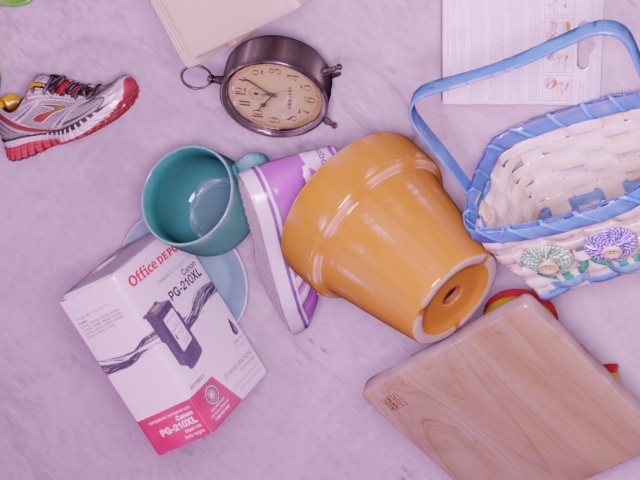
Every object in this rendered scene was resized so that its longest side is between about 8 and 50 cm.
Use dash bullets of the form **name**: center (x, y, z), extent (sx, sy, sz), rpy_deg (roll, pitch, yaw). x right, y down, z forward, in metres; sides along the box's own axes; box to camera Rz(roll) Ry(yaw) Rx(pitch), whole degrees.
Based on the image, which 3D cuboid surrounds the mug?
- **mug**: center (-0.131, -0.044, 1.942), extent (0.158, 0.097, 0.129), rpy_deg (5, 79, 27)

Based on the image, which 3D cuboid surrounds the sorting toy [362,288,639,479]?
- **sorting toy**: center (0.232, 0.182, 1.870), extent (0.255, 0.089, 0.257), rpy_deg (-32, 115, 33)

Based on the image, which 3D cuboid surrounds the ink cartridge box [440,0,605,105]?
- **ink cartridge box**: center (0.225, -0.226, 1.758), extent (0.179, 0.045, 0.145), rpy_deg (0, 114, 5)

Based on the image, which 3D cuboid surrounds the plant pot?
- **plant pot**: center (0.091, 0.012, 1.783), extent (0.188, 0.205, 0.205), rpy_deg (44, 127, 30)

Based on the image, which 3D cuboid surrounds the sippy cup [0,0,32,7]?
- **sippy cup**: center (-0.393, -0.407, 1.832), extent (0.224, 0.305, 0.240), rpy_deg (1, 92, 2)

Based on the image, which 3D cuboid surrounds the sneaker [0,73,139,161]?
- **sneaker**: center (-0.331, -0.171, 1.995), extent (0.225, 0.088, 0.093), rpy_deg (-16, 104, 29)

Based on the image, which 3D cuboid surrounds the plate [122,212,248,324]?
- **plate**: center (-0.176, 0.044, 2.062), extent (0.188, 0.024, 0.188), rpy_deg (10, 118, 20)

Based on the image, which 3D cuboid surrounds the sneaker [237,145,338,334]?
- **sneaker**: center (0.000, 0.000, 1.917), extent (0.282, 0.161, 0.102), rpy_deg (83, 161, -51)

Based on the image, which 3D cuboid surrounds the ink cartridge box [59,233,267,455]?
- **ink cartridge box**: center (-0.196, 0.122, 1.990), extent (0.100, 0.172, 0.237), rpy_deg (-26, 101, 31)

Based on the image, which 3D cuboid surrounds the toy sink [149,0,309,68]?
- **toy sink**: center (-0.112, -0.293, 1.802), extent (0.234, 0.153, 0.131), rpy_deg (-20, 104, 29)

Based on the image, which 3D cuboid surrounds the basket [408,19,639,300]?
- **basket**: center (0.265, -0.088, 1.684), extent (0.255, 0.201, 0.289), rpy_deg (-18, 121, 31)

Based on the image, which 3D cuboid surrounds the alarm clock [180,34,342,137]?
- **alarm clock**: center (-0.071, -0.187, 1.856), extent (0.192, 0.064, 0.129), rpy_deg (5, 142, 0)
